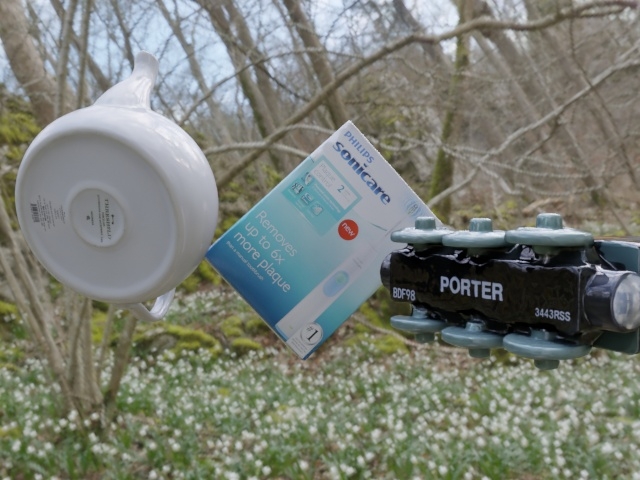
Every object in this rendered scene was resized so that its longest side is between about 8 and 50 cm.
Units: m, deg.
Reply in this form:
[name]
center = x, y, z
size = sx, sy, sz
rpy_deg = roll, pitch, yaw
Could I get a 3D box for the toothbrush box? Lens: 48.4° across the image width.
[toothbrush box]
center = 0.000, 0.000, 1.087
size = 0.295, 0.216, 0.126
rpy_deg = -43, 6, -9

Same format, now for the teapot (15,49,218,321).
[teapot]
center = -0.227, -0.051, 0.880
size = 0.256, 0.252, 0.187
rpy_deg = -43, 5, 23

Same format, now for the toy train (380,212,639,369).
[toy train]
center = 0.208, 0.045, 0.732
size = 0.190, 0.142, 0.334
rpy_deg = -1, 2, -30
